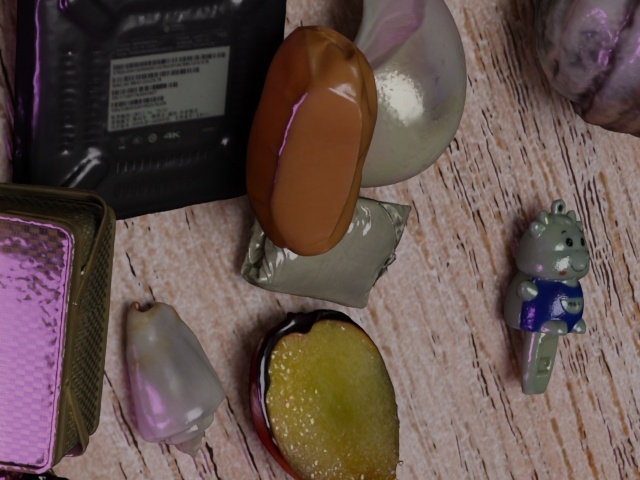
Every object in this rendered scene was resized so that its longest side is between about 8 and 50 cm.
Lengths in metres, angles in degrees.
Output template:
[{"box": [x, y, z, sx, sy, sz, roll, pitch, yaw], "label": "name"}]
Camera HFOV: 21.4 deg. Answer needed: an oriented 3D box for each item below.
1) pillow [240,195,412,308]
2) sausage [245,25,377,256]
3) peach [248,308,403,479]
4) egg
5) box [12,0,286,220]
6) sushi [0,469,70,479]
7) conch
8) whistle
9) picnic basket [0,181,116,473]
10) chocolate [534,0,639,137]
[{"box": [0.000, 0.000, 1.874, 0.181, 0.078, 0.134, 15, 98, -37], "label": "pillow"}, {"box": [-0.012, -0.097, 1.714, 0.120, 0.136, 0.241, 6, 116, -11], "label": "sausage"}, {"box": [0.004, 0.193, 1.928, 0.189, 0.068, 0.279, -44, 120, -29], "label": "peach"}, {"box": [0.082, -0.166, 1.844, 0.206, 0.162, 0.271, 43, 76, -33], "label": "egg"}, {"box": [-0.168, -0.159, 1.699, 0.290, 0.073, 0.289, -11, 120, -33], "label": "box"}, {"box": [-0.299, 0.265, 1.707, 0.094, 0.098, 0.084, 29, 85, -41], "label": "sushi"}, {"box": [-0.161, 0.147, 1.807, 0.104, 0.094, 0.176, -24, 87, -15], "label": "conch"}, {"box": [0.280, 0.070, 2.079, 0.110, 0.092, 0.244, 0, 99, -46], "label": "whistle"}, {"box": [-0.292, 0.078, 1.600, 0.139, 0.165, 0.267, -38, 135, -77], "label": "picnic basket"}, {"box": [0.360, -0.247, 1.991, 0.213, 0.303, 0.303, -12, 114, 13], "label": "chocolate"}]
